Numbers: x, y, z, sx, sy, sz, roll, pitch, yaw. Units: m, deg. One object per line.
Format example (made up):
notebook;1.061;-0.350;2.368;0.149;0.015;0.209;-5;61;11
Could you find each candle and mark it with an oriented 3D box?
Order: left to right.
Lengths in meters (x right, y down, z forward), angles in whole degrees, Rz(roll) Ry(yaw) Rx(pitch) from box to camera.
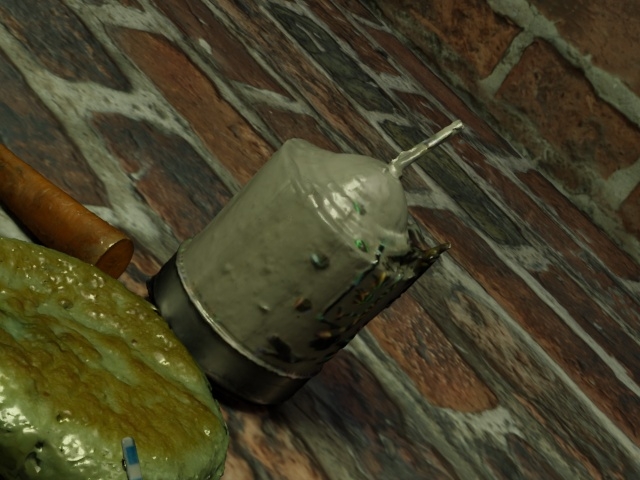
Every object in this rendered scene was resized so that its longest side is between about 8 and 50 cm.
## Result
candle;0.000;0.000;1.127;0.187;0.330;0.187;39;20;-17

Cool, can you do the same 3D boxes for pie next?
pie;-0.208;0.097;0.945;0.323;0.070;0.323;34;18;-13

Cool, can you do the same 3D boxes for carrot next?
carrot;-0.271;-0.038;1.147;0.210;0.061;0.061;39;20;16

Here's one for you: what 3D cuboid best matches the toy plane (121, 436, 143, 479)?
toy plane;-0.174;0.211;0.696;0.273;0.107;0.182;2;84;-56
